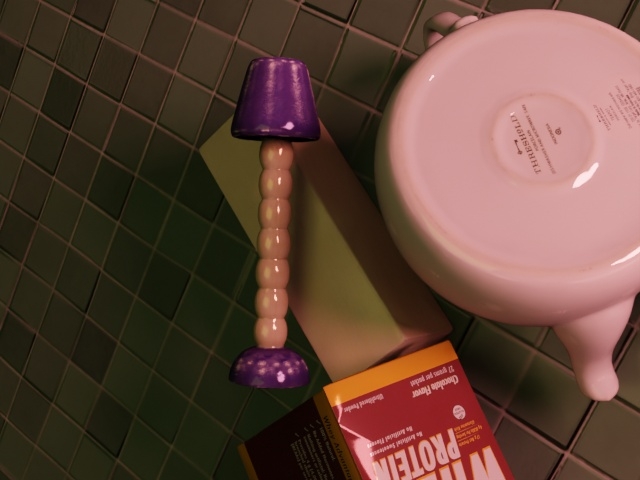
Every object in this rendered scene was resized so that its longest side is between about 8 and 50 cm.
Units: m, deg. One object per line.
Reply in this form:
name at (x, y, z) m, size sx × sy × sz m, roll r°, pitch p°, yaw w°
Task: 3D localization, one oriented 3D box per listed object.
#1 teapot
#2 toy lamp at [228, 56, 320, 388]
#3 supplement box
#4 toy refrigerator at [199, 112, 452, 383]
teapot at (0.158, -0.044, 0.705) m, size 0.253 × 0.187 × 0.255 m, roll 21°, pitch 74°, yaw 12°
toy lamp at (-0.041, -0.016, 0.762) m, size 0.080 × 0.080 × 0.274 m, roll 3°, pitch 90°, yaw 32°
supplement box at (0.051, 0.216, 0.750) m, size 0.194 × 0.129 × 0.191 m, roll -45°, pitch 65°, yaw 54°
toy refrigerator at (0.000, 0.000, 0.843) m, size 0.094 × 0.102 × 0.269 m, roll -41°, pitch 70°, yaw 25°
